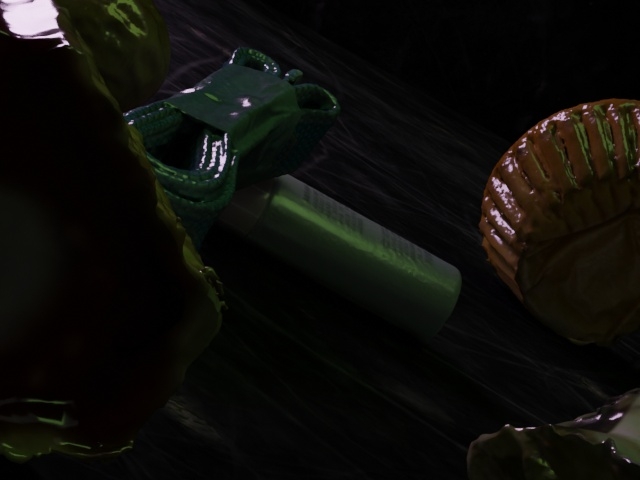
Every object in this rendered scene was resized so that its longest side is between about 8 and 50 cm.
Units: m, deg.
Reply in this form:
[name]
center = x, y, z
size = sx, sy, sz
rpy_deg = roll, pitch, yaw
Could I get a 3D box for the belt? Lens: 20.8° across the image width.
[belt]
center = -0.066, -0.051, 1.051
size = 0.087, 0.072, 0.302
rpy_deg = 28, 22, 7

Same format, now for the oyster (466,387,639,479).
[oyster]
center = 0.233, 0.181, 0.878
size = 0.351, 0.114, 0.238
rpy_deg = 30, 17, 16

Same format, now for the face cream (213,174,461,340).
[face cream]
center = 0.000, 0.000, 1.201
size = 0.198, 0.057, 0.084
rpy_deg = 28, 13, -11

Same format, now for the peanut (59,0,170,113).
[peanut]
center = -0.202, -0.150, 1.189
size = 0.236, 0.110, 0.120
rpy_deg = 27, 10, 31

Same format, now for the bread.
[bread]
center = 0.268, -0.018, 1.635
size = 0.240, 0.240, 0.139
rpy_deg = 30, 21, -13

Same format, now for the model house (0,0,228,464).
[model house]
center = -0.143, -0.030, 0.595
size = 0.254, 0.160, 0.196
rpy_deg = 29, 9, -23
